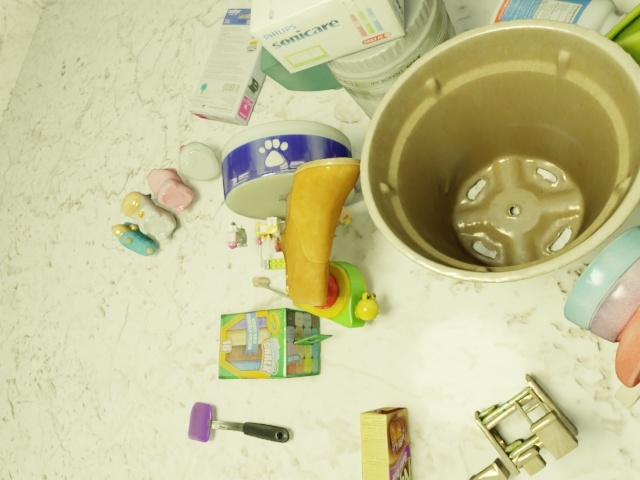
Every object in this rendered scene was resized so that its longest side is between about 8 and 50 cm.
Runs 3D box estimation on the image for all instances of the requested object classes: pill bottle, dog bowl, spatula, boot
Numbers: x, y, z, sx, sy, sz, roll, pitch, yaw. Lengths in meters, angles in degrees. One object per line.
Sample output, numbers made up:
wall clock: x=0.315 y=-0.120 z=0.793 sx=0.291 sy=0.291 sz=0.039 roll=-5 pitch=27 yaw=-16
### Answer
pill bottle: x=0.415 y=-0.353 z=0.751 sx=0.221 sy=0.124 sz=0.124 roll=32 pitch=94 yaw=31
dog bowl: x=-0.064 y=-0.129 z=0.886 sx=0.265 sy=0.265 sz=0.104 roll=-14 pitch=73 yaw=27
spatula: x=-0.188 y=0.405 z=0.955 sx=0.296 sy=0.030 sz=0.084 roll=-6 pitch=72 yaw=29
boot: x=-0.001 y=0.000 z=0.719 sx=0.295 sy=0.104 sz=0.211 roll=150 pitch=118 yaw=-70

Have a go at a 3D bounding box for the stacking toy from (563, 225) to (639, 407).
stacking toy: x=0.420 y=0.040 z=0.545 sx=0.309 sy=0.279 sz=0.130 roll=-38 pitch=47 yaw=-9

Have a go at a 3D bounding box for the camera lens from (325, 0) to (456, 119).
camera lens: x=0.140 y=-0.345 z=0.818 sx=0.219 sy=0.274 sz=0.219 roll=-8 pitch=73 yaw=28

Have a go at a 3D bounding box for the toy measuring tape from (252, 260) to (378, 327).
toy measuring tape: x=-0.015 y=0.084 z=0.900 sx=0.330 sy=0.121 sz=0.121 roll=15 pitch=85 yaw=42

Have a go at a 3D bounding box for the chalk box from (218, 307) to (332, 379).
chalk box: x=-0.082 y=0.210 z=0.886 sx=0.213 sy=0.132 sz=0.132 roll=-9 pitch=72 yaw=29

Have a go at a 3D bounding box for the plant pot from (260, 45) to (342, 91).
plant pot: x=-0.018 y=-0.449 z=1.010 sx=0.234 sy=0.165 sz=0.165 roll=-5 pitch=75 yaw=37

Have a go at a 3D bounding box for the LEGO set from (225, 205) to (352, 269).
LEGO set: x=-0.054 y=0.003 z=0.937 sx=0.287 sy=0.132 sz=0.107 roll=-7 pitch=82 yaw=22

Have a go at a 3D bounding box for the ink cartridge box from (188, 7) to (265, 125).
ink cartridge box: x=-0.228 y=-0.473 z=1.192 sx=0.186 sy=0.065 sz=0.311 roll=19 pitch=89 yaw=32

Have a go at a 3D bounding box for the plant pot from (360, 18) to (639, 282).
plant pot: x=0.273 y=-0.083 z=0.654 sx=0.334 sy=0.305 sz=0.333 roll=-8 pitch=74 yaw=28

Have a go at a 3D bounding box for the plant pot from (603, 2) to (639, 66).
plant pot: x=0.514 y=-0.247 z=0.541 sx=0.207 sy=0.227 sz=0.228 roll=45 pitch=105 yaw=-1

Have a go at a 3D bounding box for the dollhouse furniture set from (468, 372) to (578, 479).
dollhouse furniture set: x=0.264 y=0.293 z=0.646 sx=0.182 sy=0.161 sz=0.101 roll=-43 pitch=60 yaw=13

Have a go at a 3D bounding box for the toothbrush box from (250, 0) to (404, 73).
toothbrush box: x=0.012 y=-0.440 z=0.682 sx=0.206 sy=0.122 sz=0.283 roll=-7 pitch=73 yaw=28

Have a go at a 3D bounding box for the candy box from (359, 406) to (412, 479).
candy box: x=0.114 y=0.385 z=0.740 sx=0.053 sy=0.109 sz=0.186 roll=-8 pitch=74 yaw=28

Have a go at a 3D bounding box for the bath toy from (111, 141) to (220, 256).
bath toy: x=-0.410 y=-0.128 z=1.176 sx=0.348 sy=0.151 sz=0.129 roll=-47 pitch=24 yaw=11
